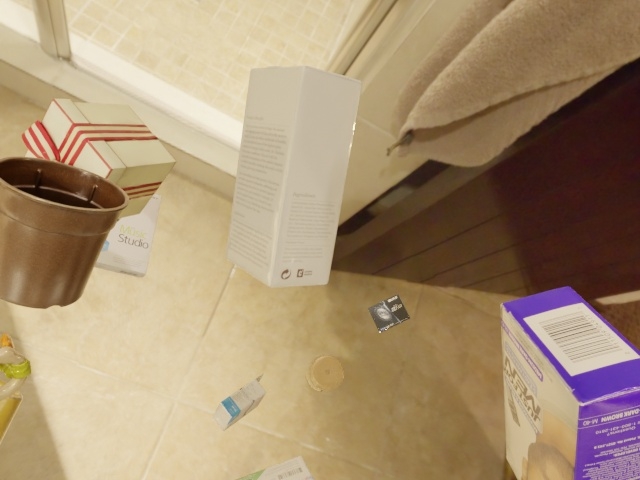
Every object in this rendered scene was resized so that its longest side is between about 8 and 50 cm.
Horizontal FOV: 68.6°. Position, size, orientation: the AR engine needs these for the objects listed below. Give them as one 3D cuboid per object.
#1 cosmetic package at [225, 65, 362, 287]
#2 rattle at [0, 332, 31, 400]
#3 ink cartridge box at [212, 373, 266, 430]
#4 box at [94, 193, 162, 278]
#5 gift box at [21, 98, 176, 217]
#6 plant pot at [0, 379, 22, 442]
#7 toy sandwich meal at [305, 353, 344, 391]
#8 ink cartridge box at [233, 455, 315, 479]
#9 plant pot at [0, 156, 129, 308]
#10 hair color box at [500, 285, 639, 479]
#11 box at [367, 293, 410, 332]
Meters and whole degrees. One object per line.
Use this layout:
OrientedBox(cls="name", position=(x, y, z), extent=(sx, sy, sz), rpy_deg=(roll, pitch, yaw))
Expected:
OrientedBox(cls="cosmetic package", position=(-0.071, -0.144, 1.061), extent=(0.162, 0.230, 0.452), rpy_deg=(1, 105, -37))
OrientedBox(cls="rattle", position=(-0.767, 0.307, 1.038), extent=(0.143, 0.130, 0.199), rpy_deg=(35, 66, 19))
OrientedBox(cls="ink cartridge box", position=(-0.240, 0.507, 1.479), extent=(0.060, 0.104, 0.180), rpy_deg=(45, 42, 19))
OrientedBox(cls="box", position=(-0.694, -0.048, 1.620), extent=(0.233, 0.058, 0.321), rpy_deg=(18, 57, -31))
OrientedBox(cls="gift box", position=(-0.568, -0.171, 1.182), extent=(0.255, 0.276, 0.258), rpy_deg=(44, 25, 9))
OrientedBox(cls="plant pot", position=(-0.950, 0.488, 1.248), extent=(0.254, 0.254, 0.238), rpy_deg=(34, 70, -10))
OrientedBox(cls="toy sandwich meal", position=(0.010, 0.287, 1.008), extent=(0.086, 0.029, 0.085), rpy_deg=(7, 64, -14))
OrientedBox(cls="ink cartridge box", position=(-0.073, 0.482, 0.821), extent=(0.155, 0.212, 0.093), rpy_deg=(-13, 88, -15))
OrientedBox(cls="plant pot", position=(-0.374, -0.006, 0.648), extent=(0.167, 0.167, 0.165), rpy_deg=(20, 106, -16))
OrientedBox(cls="hair color box", position=(0.336, 0.255, 0.637), extent=(0.110, 0.185, 0.338), rpy_deg=(-16, 118, 1))
OrientedBox(cls="box", position=(0.168, 0.179, 1.147), extent=(0.083, 0.018, 0.067), rpy_deg=(-25, 72, 4))
